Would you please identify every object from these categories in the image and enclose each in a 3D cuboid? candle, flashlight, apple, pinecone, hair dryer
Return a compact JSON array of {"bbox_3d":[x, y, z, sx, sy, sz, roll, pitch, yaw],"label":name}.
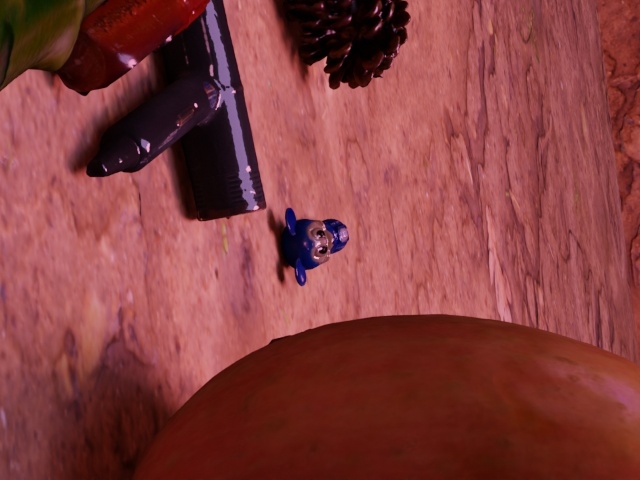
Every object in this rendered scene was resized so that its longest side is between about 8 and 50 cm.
[{"bbox_3d":[-0.096,-0.135,1.002,0.162,0.053,0.048,-48,139,-51],"label":"candle"},{"bbox_3d":[0.000,0.000,1.319,0.121,0.035,0.057,-16,95,-73],"label":"flashlight"},{"bbox_3d":[0.083,0.224,0.940,0.391,0.347,0.391,-7,90,-75],"label":"apple"},{"bbox_3d":[0.020,-0.180,1.395,0.109,0.102,0.102,62,22,-21],"label":"pinecone"},{"bbox_3d":[-0.097,-0.090,1.045,0.195,0.050,0.173,-19,97,-70],"label":"hair dryer"}]

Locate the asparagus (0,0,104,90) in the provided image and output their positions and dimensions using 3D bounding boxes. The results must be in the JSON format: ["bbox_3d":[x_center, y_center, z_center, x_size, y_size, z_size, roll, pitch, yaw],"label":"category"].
[{"bbox_3d":[-0.146,-0.117,0.828,0.343,0.082,0.085,-62,136,-66],"label":"asparagus"}]
